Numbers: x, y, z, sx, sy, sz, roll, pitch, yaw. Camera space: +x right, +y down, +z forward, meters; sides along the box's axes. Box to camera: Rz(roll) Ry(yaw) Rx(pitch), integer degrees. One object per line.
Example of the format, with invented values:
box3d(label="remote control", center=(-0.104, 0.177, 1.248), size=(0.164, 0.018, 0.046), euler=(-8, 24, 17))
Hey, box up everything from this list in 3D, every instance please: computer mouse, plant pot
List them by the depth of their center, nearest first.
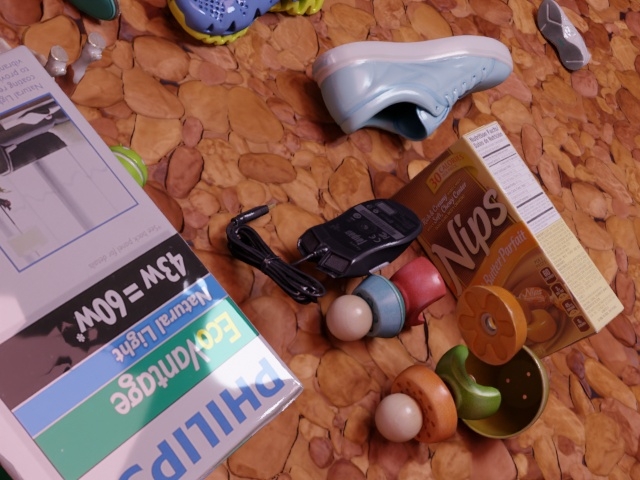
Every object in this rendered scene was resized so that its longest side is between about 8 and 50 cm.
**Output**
box3d(label="computer mouse", center=(0.000, 0.000, 1.199), size=(0.184, 0.060, 0.262), euler=(33, 42, 28))
box3d(label="plant pot", center=(0.256, 0.196, 1.232), size=(0.095, 0.134, 0.134), euler=(7, 58, -56))

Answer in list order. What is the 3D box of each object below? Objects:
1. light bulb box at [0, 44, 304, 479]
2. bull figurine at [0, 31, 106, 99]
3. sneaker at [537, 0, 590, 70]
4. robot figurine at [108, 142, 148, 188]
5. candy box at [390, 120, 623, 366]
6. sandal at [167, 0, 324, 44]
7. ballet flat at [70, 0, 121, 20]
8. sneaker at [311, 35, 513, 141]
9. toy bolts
box3d(label="light bulb box", center=(-0.268, 0.102, 0.778), size=(0.361, 0.358, 0.225), euler=(50, 51, 3))
box3d(label="bull figurine", center=(-0.317, -0.126, 1.009), size=(0.101, 0.188, 0.310), euler=(0, 69, -51))
box3d(label="sneaker", center=(0.472, -0.399, 1.762), size=(0.061, 0.053, 0.152), euler=(-23, 84, -49))
box3d(label="robot figurine", center=(-0.250, -0.066, 1.078), size=(0.101, 0.067, 0.115), euler=(43, 49, -17))
box3d(label="candy box", center=(0.257, 0.014, 1.288), size=(0.087, 0.183, 0.316), euler=(-27, 81, -41))
box3d(label="sandal", center=(-0.088, -0.387, 1.327), size=(0.317, 0.138, 0.126), euler=(-34, 87, -39))
box3d(label="ballet flat", center=(-0.341, -0.374, 1.200), size=(0.206, 0.073, 0.067), euler=(39, 35, -13))
box3d(label="sneaker", center=(0.159, -0.222, 1.410), size=(0.365, 0.135, 0.150), euler=(-10, 77, -28))
box3d(label="toy bolts", center=(0.118, 0.122, 1.140), size=(0.158, 0.218, 0.228), euler=(-18, 56, -32))
